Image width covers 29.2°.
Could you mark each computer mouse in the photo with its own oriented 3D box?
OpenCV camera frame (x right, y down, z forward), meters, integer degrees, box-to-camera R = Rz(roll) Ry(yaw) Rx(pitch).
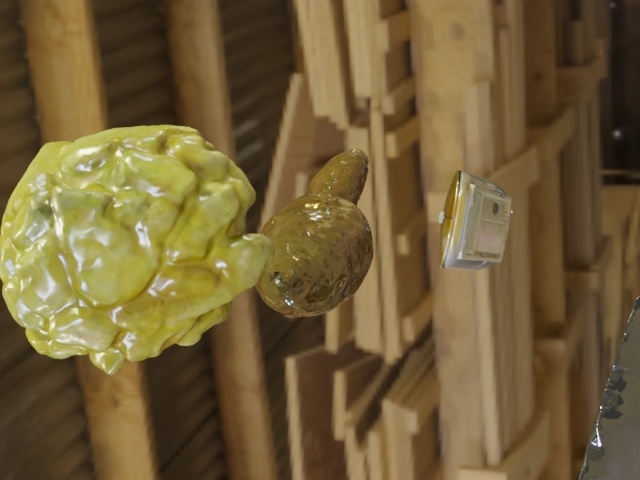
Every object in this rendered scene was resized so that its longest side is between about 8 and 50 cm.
[{"bbox_3d":[0.153,-0.018,1.261,0.199,0.045,0.102,3,-84,-68],"label":"computer mouse"}]

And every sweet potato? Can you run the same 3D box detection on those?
[{"bbox_3d":[0.000,0.001,0.811,0.269,0.075,0.075,-63,-32,-67],"label":"sweet potato"}]

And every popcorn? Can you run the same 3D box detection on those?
[{"bbox_3d":[-0.088,0.001,0.563,0.116,0.106,0.120,32,-89,-29],"label":"popcorn"}]

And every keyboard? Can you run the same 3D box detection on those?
[{"bbox_3d":[0.226,0.142,0.868,0.015,0.074,0.196,-152,80,-86],"label":"keyboard"}]
